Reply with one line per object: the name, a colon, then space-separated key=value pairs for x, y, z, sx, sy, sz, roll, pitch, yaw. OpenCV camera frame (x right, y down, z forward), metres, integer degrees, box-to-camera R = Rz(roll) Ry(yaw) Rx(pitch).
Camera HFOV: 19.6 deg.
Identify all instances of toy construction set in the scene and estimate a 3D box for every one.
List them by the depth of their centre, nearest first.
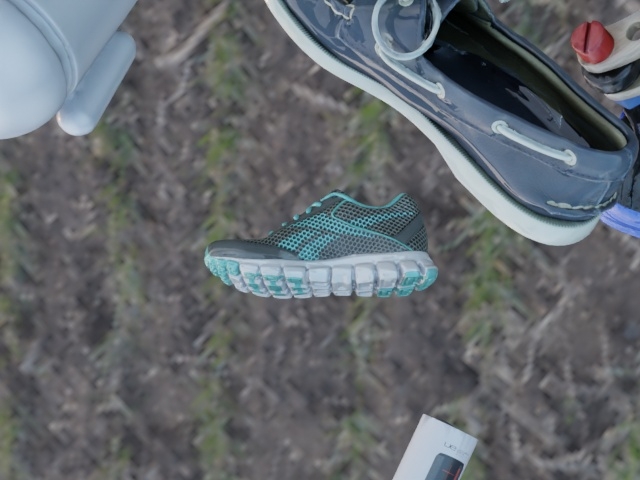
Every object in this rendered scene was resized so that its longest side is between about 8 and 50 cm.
toy construction set: x=0.363 y=-0.277 z=1.706 sx=0.237 sy=0.257 sz=0.309 roll=5 pitch=135 yaw=40

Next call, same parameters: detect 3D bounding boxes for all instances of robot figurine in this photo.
robot figurine: x=-0.293 y=-0.241 z=1.778 sx=0.199 sy=0.353 sz=0.300 roll=-6 pitch=135 yaw=46

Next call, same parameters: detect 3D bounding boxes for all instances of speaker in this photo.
speaker: x=0.085 y=0.221 z=1.611 sx=0.055 sy=0.136 sz=0.055 roll=26 pitch=174 yaw=3

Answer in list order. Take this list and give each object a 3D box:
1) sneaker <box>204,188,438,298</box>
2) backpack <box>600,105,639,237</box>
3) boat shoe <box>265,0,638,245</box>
sneaker: x=0.000 y=0.000 z=1.330 sx=0.166 sy=0.076 sz=0.065 roll=0 pitch=160 yaw=-3
backpack: x=0.331 y=-0.060 z=1.876 sx=0.098 sy=0.120 sz=0.101 roll=17 pitch=152 yaw=8
boat shoe: x=0.064 y=-0.105 z=1.002 sx=0.254 sy=0.095 sz=0.079 roll=47 pitch=139 yaw=18
